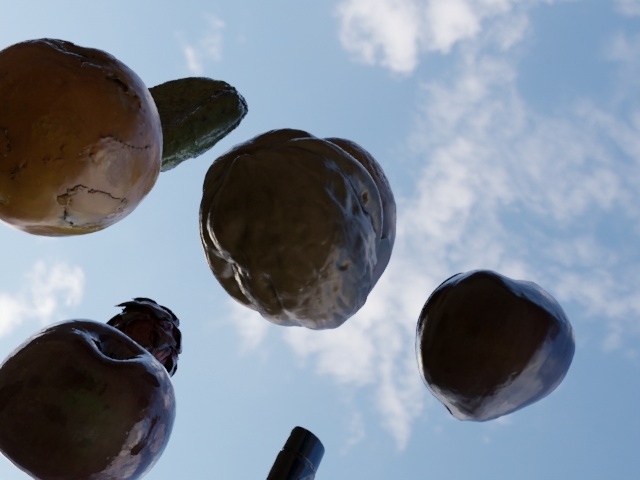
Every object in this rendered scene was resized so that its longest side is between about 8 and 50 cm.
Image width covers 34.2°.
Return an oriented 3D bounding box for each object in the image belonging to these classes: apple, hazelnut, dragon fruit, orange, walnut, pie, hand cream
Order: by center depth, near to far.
[{"bbox_3d":[-0.021,-0.010,0.831,0.149,0.166,0.167,-32,-124,2],"label":"walnut"},{"bbox_3d":[-0.313,-0.118,1.255,0.246,0.246,0.246,-12,-109,39],"label":"orange"},{"bbox_3d":[0.235,0.150,1.428,0.217,0.251,0.217,-3,-105,13],"label":"hazelnut"},{"bbox_3d":[-0.074,0.418,1.590,0.061,0.120,0.271,11,-126,27],"label":"hand cream"},{"bbox_3d":[-0.378,0.257,1.651,0.305,0.305,0.235,38,-74,41],"label":"apple"},{"bbox_3d":[0.006,0.004,1.756,0.196,0.262,0.335,46,-60,39],"label":"orange"},{"bbox_3d":[-0.260,-0.198,1.783,0.277,0.079,0.277,-16,-151,9],"label":"pie"},{"bbox_3d":[-0.354,0.209,2.035,0.182,0.182,0.189,17,-109,43],"label":"dragon fruit"}]
